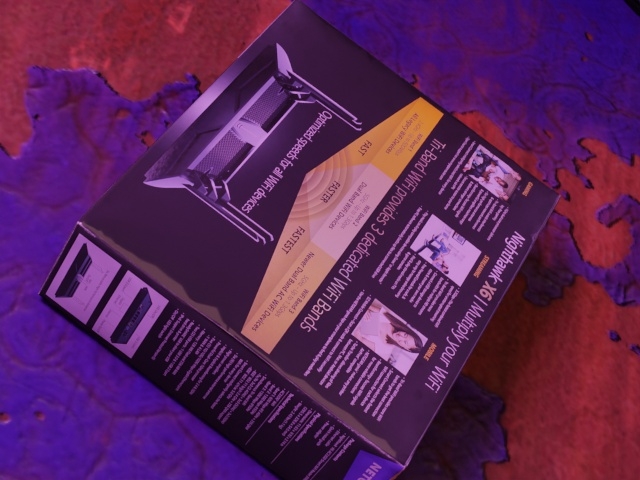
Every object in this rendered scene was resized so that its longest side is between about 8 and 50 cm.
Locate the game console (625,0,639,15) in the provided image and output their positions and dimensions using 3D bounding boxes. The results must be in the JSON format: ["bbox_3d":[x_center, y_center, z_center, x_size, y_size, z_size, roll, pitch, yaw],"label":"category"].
[{"bbox_3d":[0.284,-0.373,1.479,0.173,0.250,0.293,-37,76,-18],"label":"game console"}]

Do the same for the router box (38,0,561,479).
[{"bbox_3d":[0.000,0.000,1.035,0.243,0.081,0.309,37,43,1],"label":"router box"}]
